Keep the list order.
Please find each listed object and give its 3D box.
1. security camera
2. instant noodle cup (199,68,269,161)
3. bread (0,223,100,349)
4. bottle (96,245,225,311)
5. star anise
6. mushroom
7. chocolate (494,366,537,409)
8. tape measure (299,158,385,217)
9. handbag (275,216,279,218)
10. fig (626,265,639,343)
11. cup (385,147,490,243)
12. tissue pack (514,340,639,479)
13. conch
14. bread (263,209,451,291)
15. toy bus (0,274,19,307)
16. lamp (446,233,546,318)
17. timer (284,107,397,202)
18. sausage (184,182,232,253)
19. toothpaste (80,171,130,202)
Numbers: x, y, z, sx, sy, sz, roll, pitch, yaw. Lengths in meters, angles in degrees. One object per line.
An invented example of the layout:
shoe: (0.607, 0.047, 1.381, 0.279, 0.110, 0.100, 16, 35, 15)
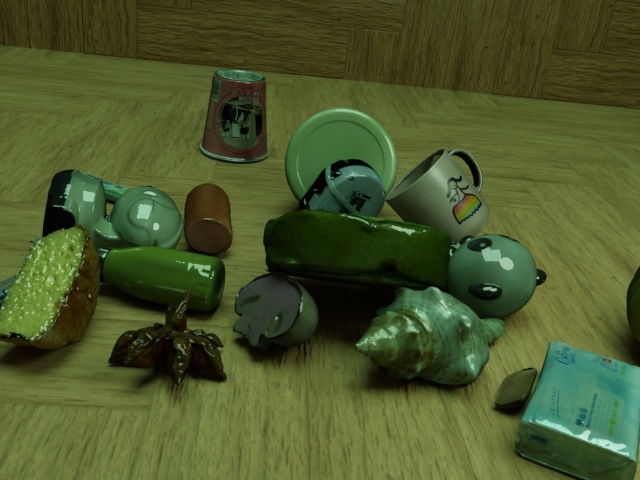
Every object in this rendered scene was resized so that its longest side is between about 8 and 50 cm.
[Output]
security camera: (-0.438, -0.041, 1.475, 0.277, 0.197, 0.191, 8, 34, -12)
instant noodle cup: (-0.264, -0.404, 2.183, 0.244, 0.255, 0.244, 7, 23, -3)
bread: (-0.468, 0.104, 1.216, 0.129, 0.134, 0.260, -2, 46, 15)
bottle: (-0.326, 0.067, 1.354, 0.260, 0.112, 0.112, 10, 26, 6)
star anise: (-0.258, 0.176, 1.170, 0.196, 0.111, 0.212, -17, 41, -28)
mushroom: (-0.071, 0.139, 1.268, 0.117, 0.141, 0.188, 28, -1, -34)
chocolate: (0.346, 0.264, 1.193, 0.064, 0.031, 0.101, -29, 7, 34)
tape measure: (0.065, -0.107, 1.663, 0.182, 0.181, 0.107, 12, 36, -29)
handbag: (0.000, 0.000, 1.645, 0.144, 0.057, 0.221, -8, 27, -41)
fig: (0.776, 0.102, 1.299, 0.343, 0.343, 0.343, 6, 26, -3)
cup: (0.315, -0.109, 1.693, 0.253, 0.200, 0.191, -46, 9, -23)
tissue pack: (0.441, 0.279, 1.137, 0.177, 0.089, 0.263, 16, 26, 23)
conch: (0.222, 0.169, 1.232, 0.386, 0.169, 0.203, -9, 55, -26)
bread: (0.077, 0.023, 1.375, 0.366, 0.129, 0.382, 2, -8, 37)
toy bus: (-0.603, 0.120, 1.233, 0.075, 0.064, 0.190, 16, 27, 30)
lamp: (0.342, 0.066, 1.459, 0.198, 0.197, 0.244, -9, 21, -29)
timer: (0.062, -0.207, 1.897, 0.291, 0.290, 0.315, 8, 6, 3)
sausage: (-0.270, -0.063, 1.641, 0.114, 0.113, 0.259, 1, 26, -12)
toothpaste: (-0.541, -0.125, 1.780, 0.297, 0.048, 0.075, 19, 25, 15)
